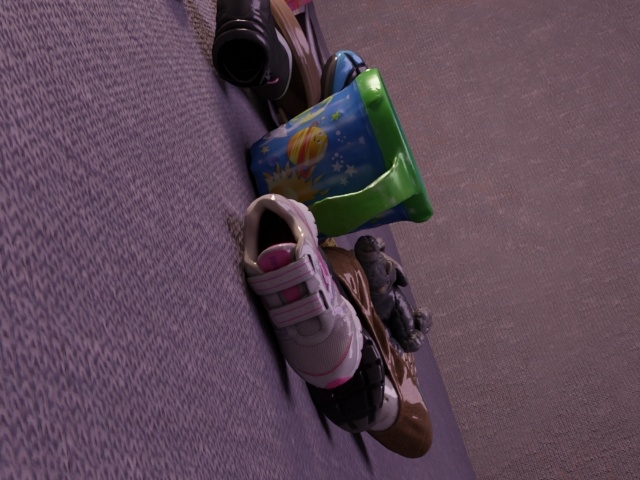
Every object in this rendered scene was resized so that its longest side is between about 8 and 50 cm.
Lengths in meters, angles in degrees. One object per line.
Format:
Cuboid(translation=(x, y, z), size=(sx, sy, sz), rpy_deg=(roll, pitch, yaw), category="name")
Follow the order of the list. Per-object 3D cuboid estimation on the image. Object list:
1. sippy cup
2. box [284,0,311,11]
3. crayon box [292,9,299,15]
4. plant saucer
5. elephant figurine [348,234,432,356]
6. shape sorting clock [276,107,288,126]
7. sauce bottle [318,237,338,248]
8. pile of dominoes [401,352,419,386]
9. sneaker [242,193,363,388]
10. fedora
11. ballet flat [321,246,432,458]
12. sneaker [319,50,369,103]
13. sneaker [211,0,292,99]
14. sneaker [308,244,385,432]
Cuboid(translation=(0.023, -0.105, 1.346), size=(0.305, 0.224, 0.240), rpy_deg=(35, 35, -76), category="sippy cup")
Cuboid(translation=(-0.099, -0.561, 1.760), size=(0.142, 0.154, 0.300), rpy_deg=(62, -2, -39), category="box")
Cuboid(translation=(-0.091, -0.493, 2.072), size=(0.165, 0.081, 0.278), rpy_deg=(58, 13, -51), category="crayon box")
Cuboid(translation=(-0.074, -0.339, 1.610), size=(0.278, 0.041, 0.278), rpy_deg=(56, -13, 20), category="plant saucer")
Cuboid(translation=(0.084, 0.072, 1.516), size=(0.169, 0.186, 0.239), rpy_deg=(-44, 118, -46), category="elephant figurine")
Cuboid(translation=(-0.040, -0.146, 1.678), size=(0.206, 0.040, 0.206), rpy_deg=(162, -90, -89), category="shape sorting clock")
Cuboid(translation=(0.000, 0.000, 1.585), size=(0.128, 0.042, 0.042), rpy_deg=(56, 16, -51), category="sauce bottle")
Cuboid(translation=(0.201, 0.353, 2.113), size=(0.196, 0.040, 0.251), rpy_deg=(53, 26, -65), category="pile of dominoes")
Cuboid(translation=(-0.035, 0.053, 1.061), size=(0.252, 0.103, 0.111), rpy_deg=(65, 10, 22), category="sneaker")
Cuboid(translation=(-0.049, -0.349, 1.836), size=(0.244, 0.124, 0.275), rpy_deg=(-83, 158, -70), category="fedora")
Cuboid(translation=(0.055, 0.171, 1.336), size=(0.124, 0.116, 0.342), rpy_deg=(-11, 79, -61), category="ballet flat")
Cuboid(translation=(0.020, -0.201, 1.718), size=(0.139, 0.125, 0.341), rpy_deg=(33, -43, 38), category="sneaker")
Cuboid(translation=(-0.109, -0.273, 1.408), size=(0.296, 0.104, 0.147), rpy_deg=(77, 16, -62), category="sneaker")
Cuboid(translation=(0.018, 0.118, 1.196), size=(0.106, 0.101, 0.267), rpy_deg=(19, 51, -82), category="sneaker")
